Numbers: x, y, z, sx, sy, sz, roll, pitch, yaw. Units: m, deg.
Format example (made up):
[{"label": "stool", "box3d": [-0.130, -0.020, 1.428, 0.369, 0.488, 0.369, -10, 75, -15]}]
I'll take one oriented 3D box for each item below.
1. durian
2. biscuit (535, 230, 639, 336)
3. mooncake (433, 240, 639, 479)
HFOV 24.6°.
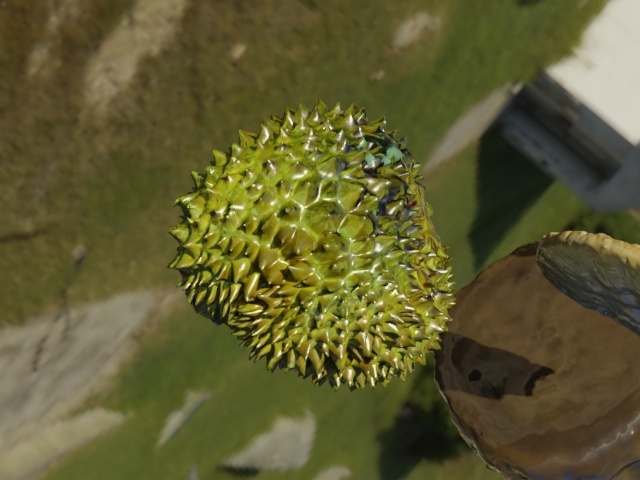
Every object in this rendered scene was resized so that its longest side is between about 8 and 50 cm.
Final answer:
[{"label": "durian", "box3d": [0.001, -0.004, 1.313, 0.224, 0.291, 0.291, -54, 171, 25]}, {"label": "biscuit", "box3d": [0.312, 0.052, 1.422, 0.265, 0.188, 0.040, 15, -112, 54]}, {"label": "mooncake", "box3d": [0.307, 0.165, 1.782, 0.324, 0.324, 0.187, -48, 142, -12]}]
